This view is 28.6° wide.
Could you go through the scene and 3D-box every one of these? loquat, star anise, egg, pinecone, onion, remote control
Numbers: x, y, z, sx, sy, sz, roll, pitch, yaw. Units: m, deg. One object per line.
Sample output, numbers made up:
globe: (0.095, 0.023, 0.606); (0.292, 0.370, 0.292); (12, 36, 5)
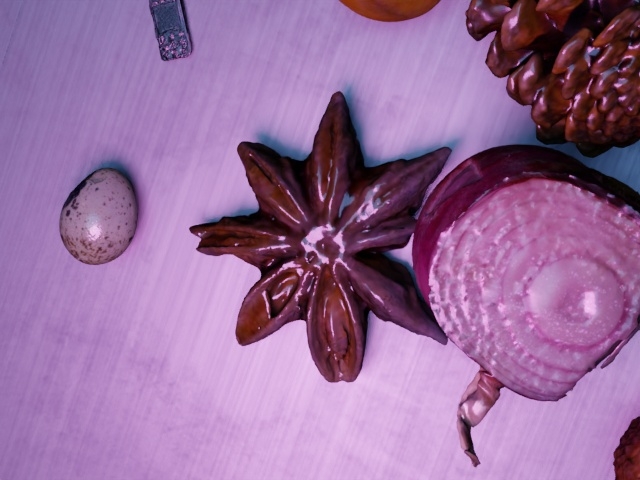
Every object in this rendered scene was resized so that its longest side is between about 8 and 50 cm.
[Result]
loquat: (0.068, -0.294, 1.302); (0.141, 0.141, 0.141); (1, 94, 10)
star anise: (0.019, 0.001, 1.345); (0.315, 0.108, 0.315); (0, 91, 8)
egg: (-0.246, -0.027, 1.399); (0.085, 0.085, 0.110); (13, 94, 9)
pinecone: (0.267, -0.212, 1.216); (0.244, 0.244, 0.309); (-45, 56, 10)
onion: (0.214, 0.023, 1.240); (0.272, 0.230, 0.256); (-26, 98, 10)
remote control: (-0.169, -0.250, 1.407); (0.039, 0.014, 0.096); (-11, 93, 11)

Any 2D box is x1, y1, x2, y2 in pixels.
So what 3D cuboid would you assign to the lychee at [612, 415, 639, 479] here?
lychee: (0.391, 0.244, 1.263); (0.188, 0.188, 0.188); (1, 94, 10)
